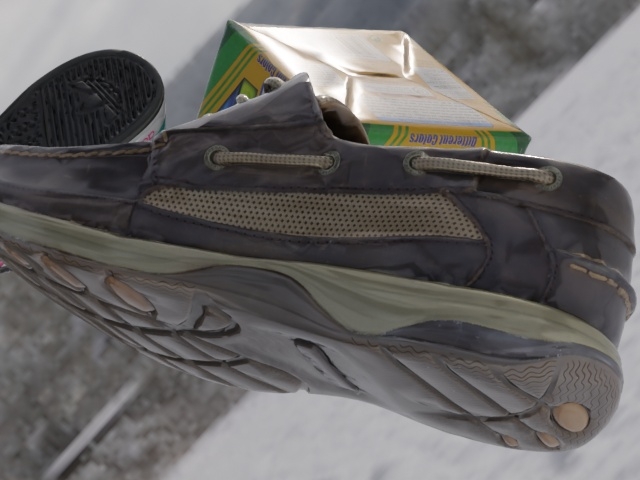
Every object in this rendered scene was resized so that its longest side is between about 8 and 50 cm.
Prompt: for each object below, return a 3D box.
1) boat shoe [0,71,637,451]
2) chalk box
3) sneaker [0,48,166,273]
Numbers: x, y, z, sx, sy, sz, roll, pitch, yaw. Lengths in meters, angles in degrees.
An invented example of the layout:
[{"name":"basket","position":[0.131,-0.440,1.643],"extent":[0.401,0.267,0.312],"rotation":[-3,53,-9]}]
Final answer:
[{"name":"boat shoe","position":[-0.013,-0.002,0.780],"extent":[0.130,0.355,0.132],"rotation":[-66,-28,-20]},{"name":"chalk box","position":[0.000,0.000,1.265],"extent":[0.180,0.179,0.289],"rotation":[-2,-58,-36]},{"name":"sneaker","position":[-0.232,-0.002,1.164],"extent":[0.295,0.124,0.178],"rotation":[-32,-27,-16]}]
